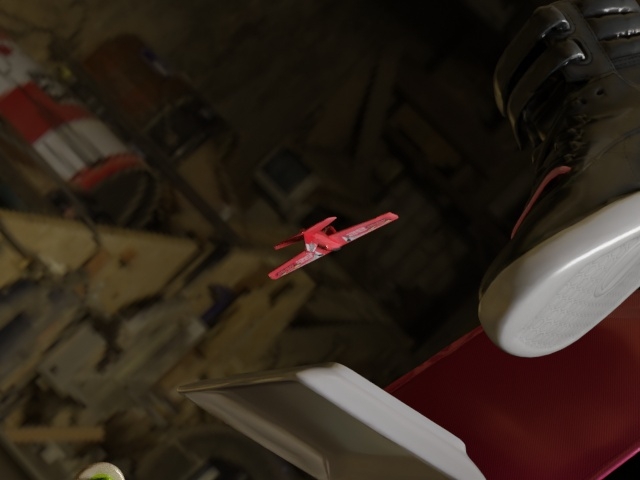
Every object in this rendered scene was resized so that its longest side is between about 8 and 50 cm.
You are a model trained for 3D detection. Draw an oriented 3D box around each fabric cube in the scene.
[{"bbox_3d":[0.210,0.205,1.039,0.254,0.259,0.258,-32,-159,-23],"label":"fabric cube"}]

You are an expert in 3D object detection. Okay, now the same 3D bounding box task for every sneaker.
[{"bbox_3d":[0.130,-0.045,0.755,0.296,0.147,0.104,-29,158,-48],"label":"sneaker"}]

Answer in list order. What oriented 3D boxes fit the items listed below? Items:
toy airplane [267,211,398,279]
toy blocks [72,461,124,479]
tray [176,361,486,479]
[{"bbox_3d":[0.000,0.000,1.427,0.151,0.028,0.151,-25,174,-3],"label":"toy airplane"},{"bbox_3d":[-0.213,0.266,1.269,0.123,0.054,0.148,-23,-156,-15],"label":"toy blocks"},{"bbox_3d":[0.004,0.117,0.902,0.030,0.145,0.270,-61,-166,-16],"label":"tray"}]
